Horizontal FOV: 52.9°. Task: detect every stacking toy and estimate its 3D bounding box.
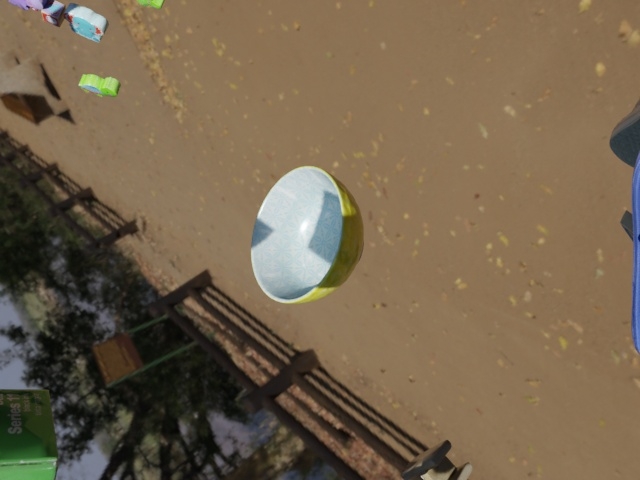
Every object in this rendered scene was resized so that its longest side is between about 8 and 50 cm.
[{"bbox_3d":[-0.330,-0.292,0.809,0.221,0.167,0.052,21,162,-11],"label":"stacking toy"}]

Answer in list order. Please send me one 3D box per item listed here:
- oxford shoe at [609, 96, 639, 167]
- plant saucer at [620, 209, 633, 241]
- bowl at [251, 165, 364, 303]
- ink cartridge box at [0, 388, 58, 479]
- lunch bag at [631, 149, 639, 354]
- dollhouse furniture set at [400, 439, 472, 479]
[{"bbox_3d":[0.632,-0.226,1.049,0.169,0.130,0.449,41,175,2],"label":"oxford shoe"},{"bbox_3d":[0.413,0.050,0.751,0.192,0.018,0.067,50,-164,-9],"label":"plant saucer"},{"bbox_3d":[0.000,0.000,1.375,0.289,0.156,0.289,-17,66,44],"label":"bowl"},{"bbox_3d":[-0.287,0.175,0.398,0.087,0.208,0.153,43,119,55],"label":"ink cartridge box"},{"bbox_3d":[0.342,-0.008,0.476,0.303,0.243,0.115,62,178,-41],"label":"lunch bag"},{"bbox_3d":[0.136,0.423,0.800,0.212,0.242,0.161,47,138,8],"label":"dollhouse furniture set"}]
